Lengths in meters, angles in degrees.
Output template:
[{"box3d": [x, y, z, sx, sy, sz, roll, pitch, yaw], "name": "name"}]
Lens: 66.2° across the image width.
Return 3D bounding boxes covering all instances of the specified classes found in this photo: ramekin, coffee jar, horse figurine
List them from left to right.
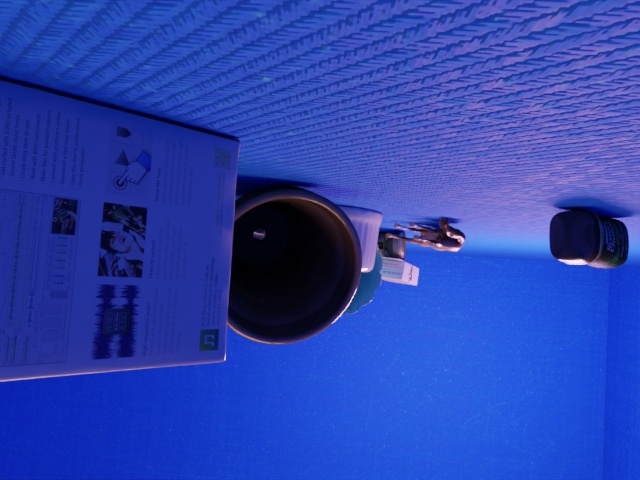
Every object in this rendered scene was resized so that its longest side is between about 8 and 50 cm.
[{"box3d": [0.000, 0.000, 1.122, 0.277, 0.135, 0.277, 4, 177, 0], "name": "ramekin"}, {"box3d": [0.282, -0.012, 1.222, 0.175, 0.066, 0.263, 10, 178, -15], "name": "horse figurine"}, {"box3d": [0.481, -0.001, 0.879, 0.184, 0.096, 0.079, 6, 174, -41], "name": "coffee jar"}]

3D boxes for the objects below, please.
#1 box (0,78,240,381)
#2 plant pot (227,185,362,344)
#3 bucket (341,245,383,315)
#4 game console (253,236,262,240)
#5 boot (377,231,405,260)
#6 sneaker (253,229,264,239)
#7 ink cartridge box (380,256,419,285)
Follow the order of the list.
[{"box3d": [-0.223, -0.005, 0.415, 0.322, 0.232, 0.058, 7, 174, -43], "name": "box"}, {"box3d": [-0.085, 0.018, 0.878, 0.263, 0.263, 0.229, 5, -166, -19], "name": "plant pot"}, {"box3d": [0.026, 0.080, 1.447, 0.281, 0.281, 0.183, 5, -177, -19], "name": "bucket"}, {"box3d": [-0.262, -0.003, 1.310, 0.361, 0.044, 0.213, 19, -141, -9], "name": "game console"}, {"box3d": [0.170, 0.013, 1.598, 0.204, 0.095, 0.262, 5, 180, 3], "name": "boot"}, {"box3d": [-0.200, -0.046, 1.275, 0.192, 0.064, 0.086, 10, 160, -20], "name": "sneaker"}, {"box3d": [0.231, 0.096, 1.547, 0.104, 0.061, 0.181, 5, 171, 31], "name": "ink cartridge box"}]
